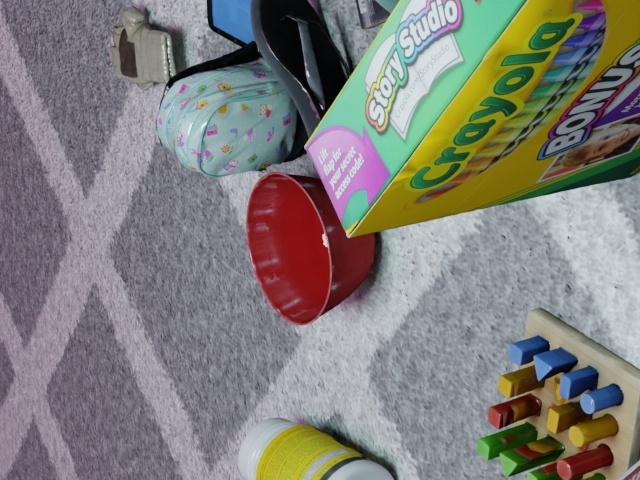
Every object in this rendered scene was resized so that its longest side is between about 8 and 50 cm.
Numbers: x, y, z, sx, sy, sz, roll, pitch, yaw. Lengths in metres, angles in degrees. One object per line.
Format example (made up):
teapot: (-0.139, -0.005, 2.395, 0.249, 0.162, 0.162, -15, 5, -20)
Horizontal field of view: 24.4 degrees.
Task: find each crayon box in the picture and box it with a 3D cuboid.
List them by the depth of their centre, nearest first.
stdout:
crayon box: (0.199, -0.157, 1.139, 0.106, 0.313, 0.363, 63, 147, 21)

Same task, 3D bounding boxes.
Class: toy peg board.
toy peg board: (0.228, 0.177, 1.446, 0.161, 0.079, 0.160, 34, 129, 47)

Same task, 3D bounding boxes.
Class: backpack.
backpack: (-0.100, -0.147, 1.747, 0.115, 0.182, 0.152, 35, 129, 48)

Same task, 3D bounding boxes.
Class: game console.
game console: (-0.133, -0.302, 1.840, 0.144, 0.124, 0.085, 34, 102, 48)

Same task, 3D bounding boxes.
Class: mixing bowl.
mixing bowl: (0.000, 0.000, 1.724, 0.181, 0.098, 0.181, 29, 126, 50)

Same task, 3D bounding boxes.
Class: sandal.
sandal: (0.004, -0.181, 1.667, 0.054, 0.097, 0.254, -28, 87, 46)

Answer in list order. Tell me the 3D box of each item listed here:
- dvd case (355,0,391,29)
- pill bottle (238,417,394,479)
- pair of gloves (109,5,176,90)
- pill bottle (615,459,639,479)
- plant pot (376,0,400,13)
dvd case: (0.090, -0.324, 1.534, 0.221, 0.018, 0.164, -12, 90, 59)
pill bottle: (-0.009, 0.298, 1.833, 0.208, 0.119, 0.119, 22, 120, 53)
pair of gloves: (-0.251, -0.329, 2.056, 0.204, 0.042, 0.240, 6, 105, 61)
pill bottle: (0.332, 0.259, 1.174, 0.224, 0.224, 0.392, 62, 146, 22)
plant pot: (0.112, -0.363, 1.283, 0.195, 0.290, 0.290, -21, 83, 24)
